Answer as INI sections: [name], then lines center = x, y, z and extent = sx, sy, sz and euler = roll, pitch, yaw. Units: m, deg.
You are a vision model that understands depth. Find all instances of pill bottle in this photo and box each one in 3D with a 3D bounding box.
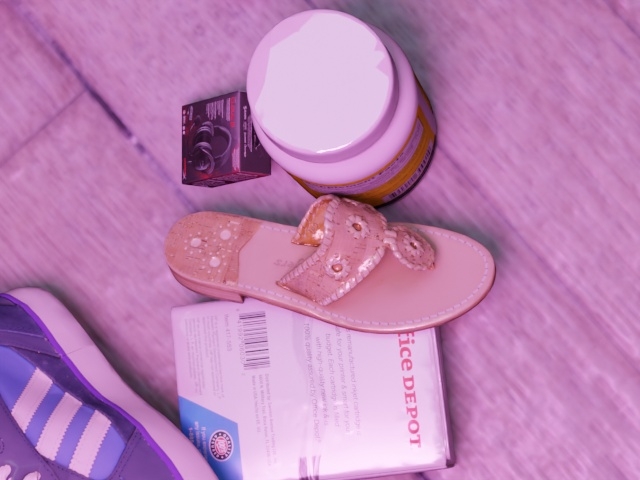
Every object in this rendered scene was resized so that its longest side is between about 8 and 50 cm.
[pill bottle]
center = 0.015, -0.092, 1.407
extent = 0.119, 0.208, 0.119
euler = -1, 82, 9

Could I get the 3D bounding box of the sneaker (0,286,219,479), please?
[sneaker]
center = -0.226, 0.179, 1.382
extent = 0.236, 0.130, 0.323
euler = -22, 57, -35

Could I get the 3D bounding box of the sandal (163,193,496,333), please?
[sandal]
center = -0.001, 0.006, 1.390
extent = 0.240, 0.079, 0.088
euler = 5, 62, 15

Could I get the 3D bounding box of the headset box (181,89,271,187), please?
[headset box]
center = -0.068, -0.076, 1.486
extent = 0.083, 0.032, 0.062
euler = -9, 79, 51

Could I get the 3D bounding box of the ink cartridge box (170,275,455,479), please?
[ink cartridge box]
center = -0.004, 0.108, 1.449
extent = 0.190, 0.082, 0.140
euler = -7, 81, 6
